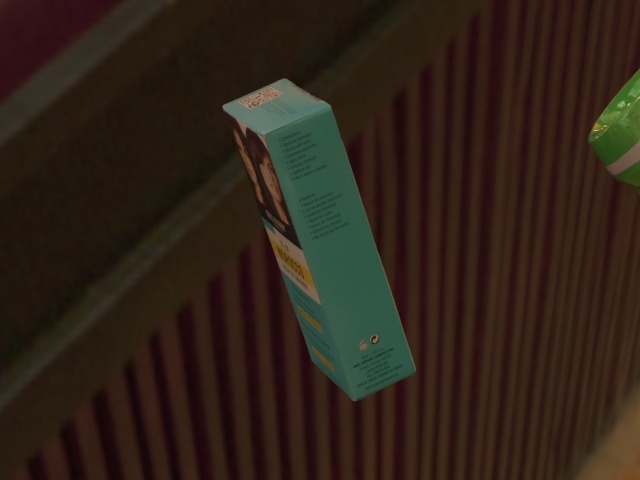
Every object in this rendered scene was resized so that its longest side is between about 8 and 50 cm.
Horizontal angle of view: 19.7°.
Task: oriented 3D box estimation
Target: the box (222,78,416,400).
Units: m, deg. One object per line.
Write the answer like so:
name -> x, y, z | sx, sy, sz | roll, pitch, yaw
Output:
box -> 0.000, 0.000, 1.476 | 0.060, 0.244, 0.100 | -25, 24, -13

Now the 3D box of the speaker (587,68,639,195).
speaker -> 0.352, -0.021, 1.423 | 0.296, 0.131, 0.131 | 40, 57, -3
